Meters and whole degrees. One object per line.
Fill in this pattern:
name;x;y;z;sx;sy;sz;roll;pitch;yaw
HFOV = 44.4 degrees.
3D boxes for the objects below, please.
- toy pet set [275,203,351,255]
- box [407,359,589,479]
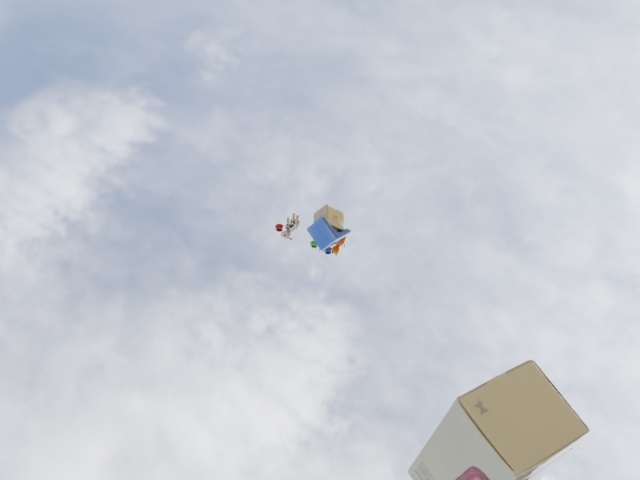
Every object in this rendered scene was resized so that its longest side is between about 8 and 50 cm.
toy pet set;0.000;0.000;1.307;0.122;0.114;0.065;24;-131;-29
box;0.245;0.301;1.115;0.148;0.232;0.127;-20;-122;-28
